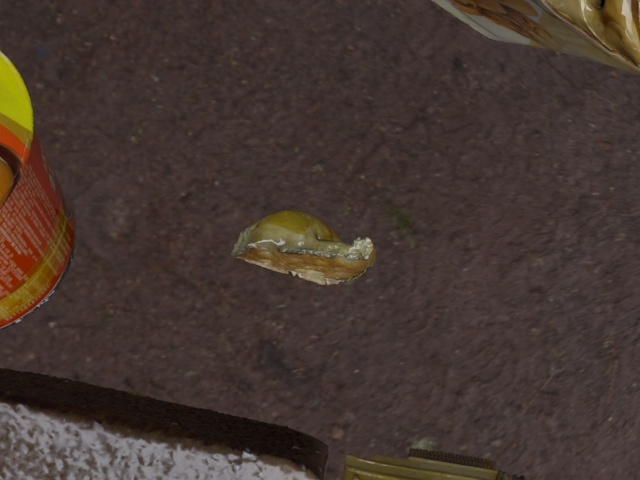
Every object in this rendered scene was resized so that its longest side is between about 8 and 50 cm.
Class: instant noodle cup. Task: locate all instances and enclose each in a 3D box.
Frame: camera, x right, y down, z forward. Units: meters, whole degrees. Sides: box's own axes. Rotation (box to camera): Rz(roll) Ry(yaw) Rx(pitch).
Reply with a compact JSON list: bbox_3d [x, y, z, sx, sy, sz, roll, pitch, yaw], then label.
[{"bbox_3d":[-0.293,-0.029,0.810,0.213,0.174,0.213,-3,63,6],"label":"instant noodle cup"}]

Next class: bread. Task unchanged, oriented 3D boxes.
[{"bbox_3d":[-0.197,0.225,1.104,0.416,0.165,0.113,11,93,7],"label":"bread"}]

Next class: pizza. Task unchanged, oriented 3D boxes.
[{"bbox_3d":[-0.009,-0.001,1.447,0.204,0.188,0.081,156,126,-67],"label":"pizza"}]

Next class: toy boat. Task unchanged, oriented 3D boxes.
[{"bbox_3d":[0.186,0.372,1.595,0.310,0.115,0.089,7,124,12],"label":"toy boat"}]

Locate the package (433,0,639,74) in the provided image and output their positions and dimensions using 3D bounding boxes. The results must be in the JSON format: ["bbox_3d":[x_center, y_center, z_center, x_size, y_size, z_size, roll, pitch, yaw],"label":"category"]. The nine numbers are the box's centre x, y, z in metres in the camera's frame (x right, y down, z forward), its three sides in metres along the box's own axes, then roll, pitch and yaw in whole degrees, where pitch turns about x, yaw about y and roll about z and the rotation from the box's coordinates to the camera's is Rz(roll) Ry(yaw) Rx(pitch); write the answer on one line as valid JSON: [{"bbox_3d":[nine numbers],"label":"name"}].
[{"bbox_3d":[0.231,-0.297,1.082,0.165,0.221,0.311,-61,24,6],"label":"package"}]

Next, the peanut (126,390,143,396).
[{"bbox_3d":[-0.233,0.218,1.260,0.053,0.113,0.054,-1,114,-3],"label":"peanut"}]
